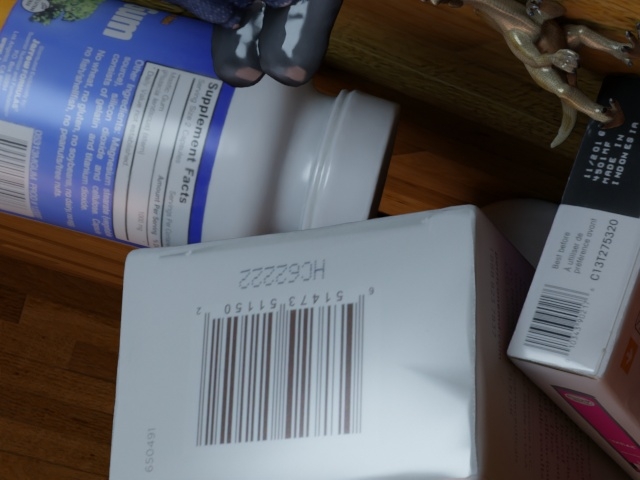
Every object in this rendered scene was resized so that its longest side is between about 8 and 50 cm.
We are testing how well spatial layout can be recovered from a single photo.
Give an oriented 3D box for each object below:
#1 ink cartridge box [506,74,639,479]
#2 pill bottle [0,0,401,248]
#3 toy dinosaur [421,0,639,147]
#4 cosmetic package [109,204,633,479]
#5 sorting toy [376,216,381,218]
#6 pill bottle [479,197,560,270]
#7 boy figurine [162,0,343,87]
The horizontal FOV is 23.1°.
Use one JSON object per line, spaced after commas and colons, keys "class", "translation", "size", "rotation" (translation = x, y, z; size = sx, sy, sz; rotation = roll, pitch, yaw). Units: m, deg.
{"class": "ink cartridge box", "translation": [0.229, 0.056, 0.996], "size": [0.069, 0.176, 0.371], "rotation": [12, 164, 32]}
{"class": "pill bottle", "translation": [-0.093, -0.066, 0.993], "size": [0.272, 0.152, 0.152], "rotation": [14, 172, 4]}
{"class": "toy dinosaur", "translation": [0.123, -0.097, 0.817], "size": [0.092, 0.053, 0.183], "rotation": [28, 175, 41]}
{"class": "cosmetic package", "translation": [0.073, 0.137, 1.048], "size": [0.230, 0.162, 0.453], "rotation": [-7, 157, 22]}
{"class": "sorting toy", "translation": [0.000, 0.000, 1.655], "size": [0.229, 0.041, 0.307], "rotation": [20, 170, -31]}
{"class": "pill bottle", "translation": [0.172, 0.065, 1.364], "size": [0.162, 0.162, 0.278], "rotation": [14, 171, 7]}
{"class": "boy figurine", "translation": [-0.119, -0.152, 0.690], "size": [0.285, 0.092, 0.177], "rotation": [17, 175, -37]}
